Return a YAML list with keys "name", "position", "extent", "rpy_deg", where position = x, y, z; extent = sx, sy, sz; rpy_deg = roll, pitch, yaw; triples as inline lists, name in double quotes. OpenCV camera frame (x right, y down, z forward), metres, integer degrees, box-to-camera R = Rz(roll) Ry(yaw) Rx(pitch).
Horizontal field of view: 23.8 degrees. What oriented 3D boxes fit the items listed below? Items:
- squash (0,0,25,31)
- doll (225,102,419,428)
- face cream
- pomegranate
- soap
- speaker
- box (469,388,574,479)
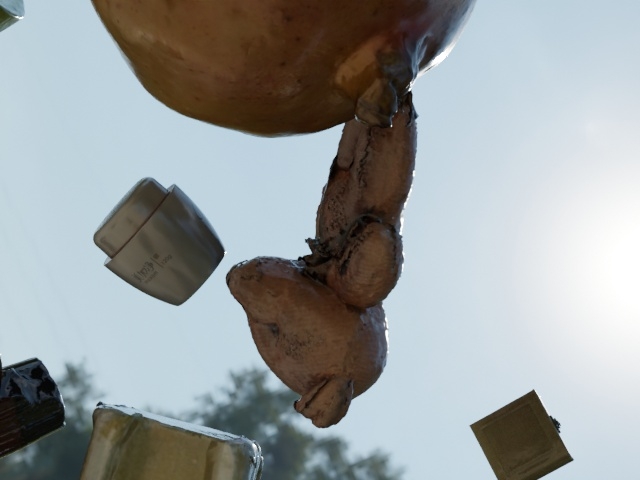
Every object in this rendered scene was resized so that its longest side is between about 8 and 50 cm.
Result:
- name: "squash"
  position: [-0.351, -0.288, 1.327]
  extent: [0.252, 0.049, 0.252]
  rpy_deg: [57, 3, -4]
- name: "doll"
  position: [0.000, 0.000, 1.366]
  extent: [0.201, 0.156, 0.303]
  rpy_deg: [-113, -149, -72]
- name: "face cream"
  position: [-0.135, 0.002, 1.273]
  extent: [0.095, 0.091, 0.091]
  rpy_deg: [42, -20, -10]
- name: "pomegranate"
  position: [-0.015, -0.222, 1.186]
  extent: [0.338, 0.338, 0.338]
  rpy_deg: [48, -31, 42]
- name: "soap"
  position: [-0.100, 0.223, 0.746]
  extent: [0.173, 0.089, 0.274]
  rpy_deg: [111, -7, -83]
- name: "speaker"
  position: [-0.458, 0.197, 1.703]
  extent: [0.198, 0.329, 0.259]
  rpy_deg: [39, -33, 41]
- name: "box"
  position: [0.208, 0.206, 1.555]
  extent: [0.079, 0.083, 0.035]
  rpy_deg: [64, 8, 27]
